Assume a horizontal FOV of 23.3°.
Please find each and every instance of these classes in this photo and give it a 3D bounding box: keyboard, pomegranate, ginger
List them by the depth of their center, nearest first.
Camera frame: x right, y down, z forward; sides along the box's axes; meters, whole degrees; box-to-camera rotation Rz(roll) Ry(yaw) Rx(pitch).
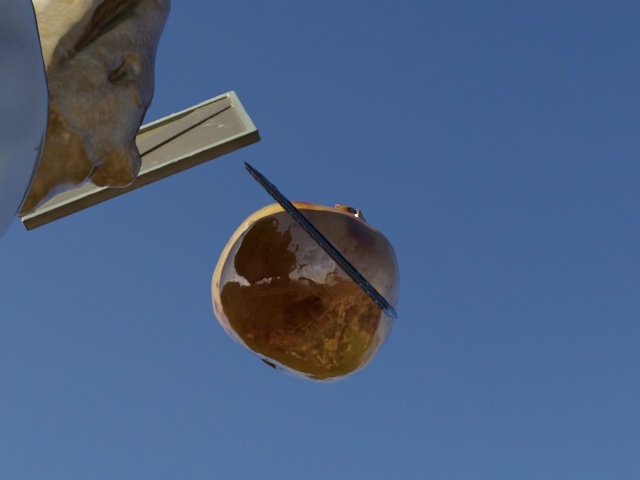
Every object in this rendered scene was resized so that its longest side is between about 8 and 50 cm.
[{"bbox_3d":[-0.216,-0.162,1.367,0.190,0.354,0.126,29,-29,-16],"label":"ginger"},{"bbox_3d":[0.000,0.000,1.459,0.010,0.198,0.063,-45,-16,1],"label":"keyboard"},{"bbox_3d":[-0.007,0.049,1.741,0.215,0.215,0.215,2,-33,2],"label":"pomegranate"}]

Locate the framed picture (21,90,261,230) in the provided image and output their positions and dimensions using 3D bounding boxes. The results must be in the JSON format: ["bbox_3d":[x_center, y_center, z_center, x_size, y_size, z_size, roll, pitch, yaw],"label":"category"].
[{"bbox_3d":[-0.191,-0.087,1.606,0.250,0.184,0.016,-21,-70,-4],"label":"framed picture"}]

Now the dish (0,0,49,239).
[{"bbox_3d":[-0.259,-0.014,0.715,0.324,0.124,0.324,-25,-29,-15],"label":"dish"}]
